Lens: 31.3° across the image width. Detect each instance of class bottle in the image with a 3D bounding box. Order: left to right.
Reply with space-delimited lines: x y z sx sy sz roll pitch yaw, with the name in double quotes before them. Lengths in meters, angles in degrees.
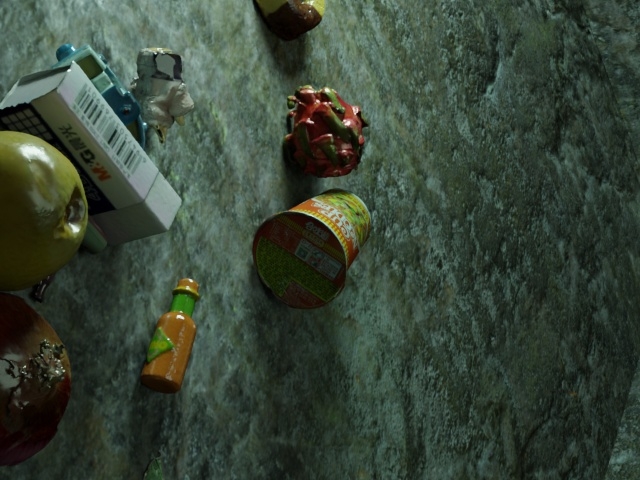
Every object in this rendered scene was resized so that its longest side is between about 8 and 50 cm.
"bottle" -0.233 0.149 1.827 0.069 0.069 0.187 44 48 -43

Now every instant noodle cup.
"instant noodle cup" 0.000 0.000 2.116 0.212 0.193 0.193 -44 120 -59

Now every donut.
"donut" -0.057 -0.480 2.201 0.166 0.073 0.184 -47 121 -45

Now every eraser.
"eraser" -0.335 -0.120 1.675 0.287 0.130 0.086 55 39 -33

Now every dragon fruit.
"dragon fruit" 0.008 -0.212 2.179 0.160 0.166 0.172 -13 109 -17

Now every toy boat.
"toy boat" -0.321 -0.195 1.713 0.088 0.102 0.215 -35 120 -12

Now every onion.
"onion" -0.404 0.184 1.484 0.230 0.163 0.230 -6 97 -58

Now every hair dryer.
"hair dryer" -0.381 0.021 1.662 0.106 0.054 0.154 53 54 -42

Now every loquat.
"loquat" -0.409 -0.039 1.499 0.213 0.213 0.213 15 71 -54

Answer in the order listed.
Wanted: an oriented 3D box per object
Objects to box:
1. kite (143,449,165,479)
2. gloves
"kite" -0.282 0.480 1.738 0.268 0.013 0.323 56 42 -35
"gloves" -0.264 -0.237 1.828 0.110 0.094 0.144 23 90 -43
